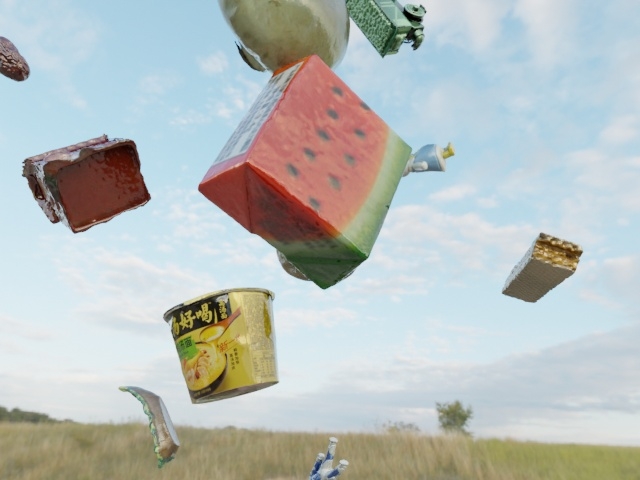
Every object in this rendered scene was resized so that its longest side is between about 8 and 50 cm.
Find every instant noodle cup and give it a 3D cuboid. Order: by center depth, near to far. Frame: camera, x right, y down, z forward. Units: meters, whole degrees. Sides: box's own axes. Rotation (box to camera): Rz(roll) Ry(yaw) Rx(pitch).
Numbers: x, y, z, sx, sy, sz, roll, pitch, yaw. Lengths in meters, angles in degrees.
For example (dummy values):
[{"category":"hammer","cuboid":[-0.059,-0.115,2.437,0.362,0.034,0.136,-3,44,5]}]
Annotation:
[{"category":"instant noodle cup","cuboid":[-0.121,0.141,0.647,0.151,0.122,0.151,-14,-17,-4]}]

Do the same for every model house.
[{"category":"model house","cuboid":[-0.528,-0.136,1.090,0.253,0.196,0.160,15,-53,46]}]

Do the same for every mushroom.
[{"category":"mushroom","cuboid":[-0.084,-0.523,1.147,0.260,0.353,0.352,-21,-34,36]}]

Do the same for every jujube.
[{"category":"jujube","cuboid":[-0.787,-0.454,1.243,0.129,0.077,0.077,46,-27,6]}]

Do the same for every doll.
[{"category":"doll","cuboid":[0.004,0.668,1.369,0.057,0.114,0.228,9,-65,-34]},{"category":"doll","cuboid":[0.300,-0.245,1.543,0.240,0.135,0.099,-7,-38,18]}]

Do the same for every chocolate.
[{"category":"chocolate","cuboid":[-0.006,-0.144,0.990,0.341,0.360,0.161,38,-32,-22]}]

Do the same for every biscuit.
[{"category":"biscuit","cuboid":[0.494,0.078,1.123,0.094,0.054,0.379,19,-14,15]}]

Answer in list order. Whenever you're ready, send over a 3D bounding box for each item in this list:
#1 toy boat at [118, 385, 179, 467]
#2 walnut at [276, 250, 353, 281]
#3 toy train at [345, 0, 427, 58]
[{"category":"toy boat","cuboid":[-0.513,0.536,1.495,0.099,0.293,0.108,-33,-28,-14]},{"category":"walnut","cuboid":[0.002,-0.001,1.305,0.248,0.249,0.248,3,-24,2]},{"category":"toy train","cuboid":[0.180,-0.636,1.366,0.154,0.270,0.115,-20,-22,-32]}]
